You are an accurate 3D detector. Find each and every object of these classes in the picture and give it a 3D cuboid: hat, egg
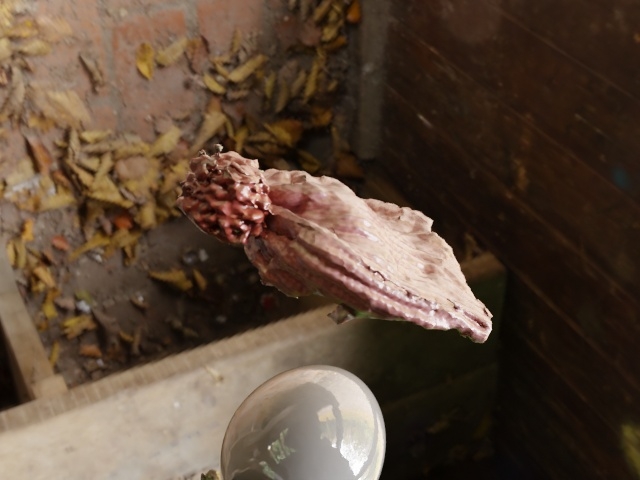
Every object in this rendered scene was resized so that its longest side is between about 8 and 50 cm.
[{"bbox_3d":[0.000,0.000,0.881,0.286,0.237,0.107,20,104,-33],"label":"hat"},{"bbox_3d":[-0.015,0.230,1.127,0.232,0.176,0.176,-53,156,-54],"label":"egg"}]

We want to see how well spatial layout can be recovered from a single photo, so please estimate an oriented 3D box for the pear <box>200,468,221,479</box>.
[{"bbox_3d":[-0.079,0.433,1.399,0.178,0.267,0.266,-4,125,-17],"label":"pear"}]
